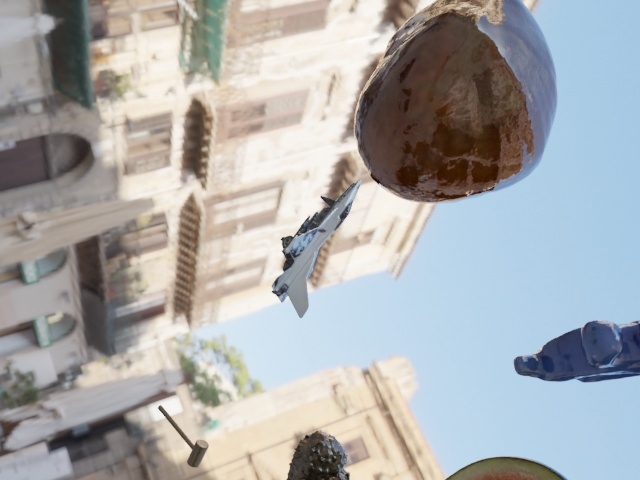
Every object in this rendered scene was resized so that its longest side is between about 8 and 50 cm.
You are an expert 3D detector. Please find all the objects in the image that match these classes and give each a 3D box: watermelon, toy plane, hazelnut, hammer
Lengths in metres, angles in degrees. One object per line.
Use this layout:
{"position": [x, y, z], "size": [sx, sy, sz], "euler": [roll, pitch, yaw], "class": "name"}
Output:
{"position": [0.287, 0.446, 1.459], "size": [0.159, 0.303, 0.128], "euler": [61, 19, 18], "class": "watermelon"}
{"position": [-0.017, -0.001, 1.317], "size": [0.082, 0.234, 0.160], "euler": [19, -16, 15], "class": "toy plane"}
{"position": [0.135, -0.128, 0.820], "size": [0.186, 0.210, 0.210], "euler": [50, -14, -19], "class": "hazelnut"}
{"position": [-0.194, 0.263, 1.202], "size": [0.110, 0.019, 0.035], "euler": [39, -67, 35], "class": "hammer"}

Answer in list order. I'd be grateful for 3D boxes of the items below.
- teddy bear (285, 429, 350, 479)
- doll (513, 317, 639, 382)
{"position": [0.003, 0.347, 1.086], "size": [0.182, 0.129, 0.251], "euler": [-76, 146, -49], "class": "teddy bear"}
{"position": [0.220, 0.059, 0.531], "size": [0.110, 0.206, 0.067], "euler": [24, 55, -59], "class": "doll"}
